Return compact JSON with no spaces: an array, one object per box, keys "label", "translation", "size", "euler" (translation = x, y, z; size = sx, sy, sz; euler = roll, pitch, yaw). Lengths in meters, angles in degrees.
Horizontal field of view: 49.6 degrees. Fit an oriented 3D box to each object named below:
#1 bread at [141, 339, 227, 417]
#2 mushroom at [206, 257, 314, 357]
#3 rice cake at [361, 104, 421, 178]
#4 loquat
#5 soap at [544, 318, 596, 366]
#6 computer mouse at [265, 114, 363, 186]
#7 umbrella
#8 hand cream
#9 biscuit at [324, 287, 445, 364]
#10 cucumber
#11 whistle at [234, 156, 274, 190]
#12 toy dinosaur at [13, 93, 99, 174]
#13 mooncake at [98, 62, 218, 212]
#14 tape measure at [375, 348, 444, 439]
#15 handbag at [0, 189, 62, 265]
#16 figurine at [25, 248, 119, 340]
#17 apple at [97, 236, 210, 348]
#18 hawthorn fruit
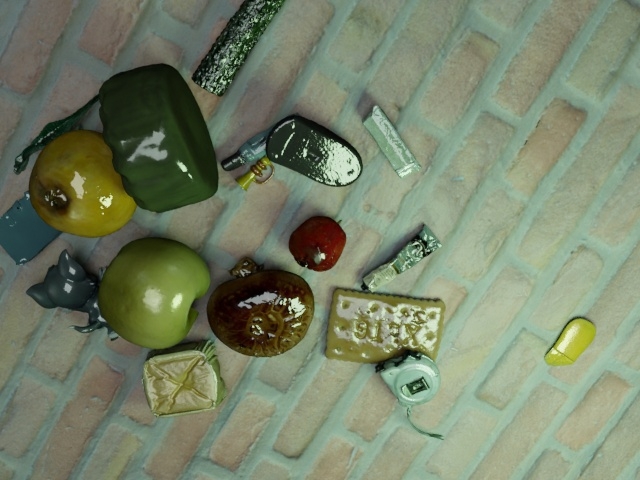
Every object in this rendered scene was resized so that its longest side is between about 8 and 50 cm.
[{"label":"bread","translation":[-0.379,0.385,1.937],"size":[0.209,0.110,0.192],"euler":[-13,96,2]},{"label":"mushroom","translation":[-0.161,0.187,1.865],"size":[0.297,0.163,0.278],"euler":[-21,103,6]},{"label":"rice cake","translation":[0.182,-0.256,1.817],"size":[0.069,0.063,0.206],"euler":[-35,99,13]},{"label":"loquat","translation":[-0.580,-0.138,1.734],"size":[0.274,0.275,0.275],"euler":[0,103,0]},{"label":"soap","translation":[0.709,0.297,1.959],"size":[0.089,0.033,0.168],"euler":[29,102,-4]},{"label":"computer mouse","translation":[-0.017,-0.232,1.799],"size":[0.269,0.086,0.138],"euler":[23,111,-22]},{"label":"umbrella","translation":[-0.151,-0.256,1.817],"size":[0.250,0.052,0.053],"euler":[-29,132,5]},{"label":"hand cream","translation":[0.212,0.059,1.903],"size":[0.248,0.052,0.075],"euler":[-38,123,2]},{"label":"biscuit","translation":[0.181,0.253,1.943],"size":[0.324,0.044,0.217],"euler":[8,101,-2]},{"label":"cucumber","translation":[-0.189,-0.529,1.738],"size":[0.096,0.096,0.359],"euler":[36,101,-8]},{"label":"whistle","translation":[-0.169,-0.175,1.846],"size":[0.109,0.046,0.057],"euler":[-39,86,2]},{"label":"toy dinosaur","translation":[-0.648,-0.303,1.800],"size":[0.076,0.129,0.383],"euler":[47,73,-17]},{"label":"mooncake","translation":[-0.392,-0.243,1.670],"size":[0.194,0.356,0.356],"euler":[-19,102,7]},{"label":"tape measure","translation":[0.298,0.453,1.944],"size":[0.164,0.084,0.330],"euler":[-30,107,18]},{"label":"handbag","translation":[-0.772,-0.051,1.867],"size":[0.221,0.057,0.144],"euler":[-42,95,9]},{"label":"figurine","translation":[-0.653,0.172,1.877],"size":[0.193,0.140,0.265],"euler":[-32,87,23]},{"label":"apple","translation":[-0.433,0.132,1.808],"size":[0.254,0.292,0.292],"euler":[22,102,0]},{"label":"hawthorn fruit","translation":[0.000,0.000,1.847],"size":[0.148,0.148,0.172],"euler":[41,72,-9]}]
